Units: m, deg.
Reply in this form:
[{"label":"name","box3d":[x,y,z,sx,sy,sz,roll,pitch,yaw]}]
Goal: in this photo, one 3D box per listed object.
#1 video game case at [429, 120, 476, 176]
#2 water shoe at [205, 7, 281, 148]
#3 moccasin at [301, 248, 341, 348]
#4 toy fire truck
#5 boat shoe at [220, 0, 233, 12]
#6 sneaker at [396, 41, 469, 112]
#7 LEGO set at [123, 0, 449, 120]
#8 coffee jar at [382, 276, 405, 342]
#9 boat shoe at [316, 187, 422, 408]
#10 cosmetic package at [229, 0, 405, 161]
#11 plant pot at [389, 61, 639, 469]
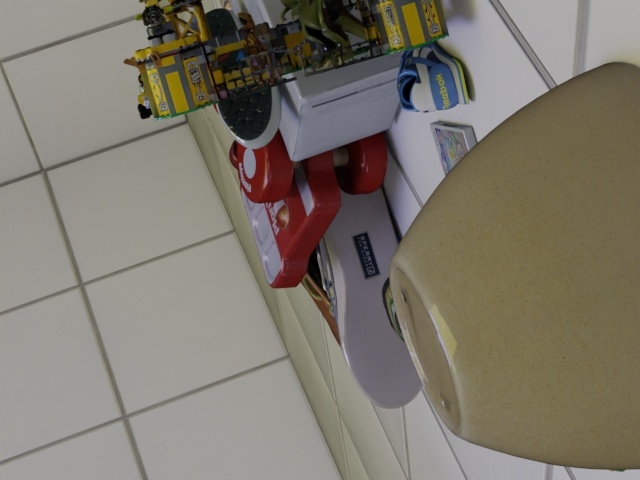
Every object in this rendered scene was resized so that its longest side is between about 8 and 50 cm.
[{"label":"video game case","box3d":[0.143,-0.076,1.392,0.122,0.011,0.087,-145,36,-77]},{"label":"water shoe","box3d":[-0.078,-0.175,1.525,0.080,0.073,0.203,44,-160,-53]},{"label":"moccasin","box3d":[-0.003,0.001,2.094,0.147,0.139,0.380,91,157,-66]},{"label":"toy fire truck","box3d":[-0.057,-0.118,1.779,0.254,0.169,0.302,-56,47,52]},{"label":"boat shoe","box3d":[-0.091,-0.393,1.920,0.324,0.123,0.116,63,-154,-5]},{"label":"sneaker","box3d":[0.097,-0.159,1.337,0.144,0.059,0.053,-129,19,-70]},{"label":"LEGO set","box3d":[-0.044,-0.249,1.284,0.255,0.331,0.192,-56,-49,-75]},{"label":"coffee jar","box3d":[0.134,0.095,1.616,0.184,0.079,0.096,-134,23,-68]},{"label":"boat shoe","box3d":[0.066,0.059,1.895,0.158,0.127,0.341,151,108,-86]},{"label":"cosmetic package","box3d":[-0.005,-0.240,1.542,0.225,0.138,0.224,110,139,-75]},{"label":"plant pot","box3d":[0.158,0.042,0.946,0.284,0.190,0.284,160,90,-83]}]
